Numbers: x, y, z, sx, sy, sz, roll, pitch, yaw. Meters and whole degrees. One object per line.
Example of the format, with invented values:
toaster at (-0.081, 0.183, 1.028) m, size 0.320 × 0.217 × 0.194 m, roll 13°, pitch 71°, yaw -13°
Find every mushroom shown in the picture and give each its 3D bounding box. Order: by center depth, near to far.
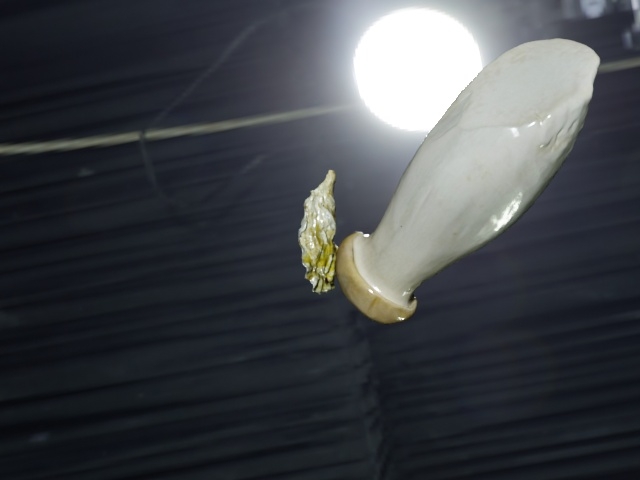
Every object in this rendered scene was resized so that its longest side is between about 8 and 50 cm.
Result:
mushroom at (0.139, -0.055, 1.153) m, size 0.128 × 0.350 × 0.128 m, roll 30°, pitch 30°, yaw -20°

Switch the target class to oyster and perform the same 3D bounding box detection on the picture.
oyster at (0.000, 0.000, 1.514) m, size 0.122 × 0.045 × 0.146 m, roll 82°, pitch 11°, yaw -47°
